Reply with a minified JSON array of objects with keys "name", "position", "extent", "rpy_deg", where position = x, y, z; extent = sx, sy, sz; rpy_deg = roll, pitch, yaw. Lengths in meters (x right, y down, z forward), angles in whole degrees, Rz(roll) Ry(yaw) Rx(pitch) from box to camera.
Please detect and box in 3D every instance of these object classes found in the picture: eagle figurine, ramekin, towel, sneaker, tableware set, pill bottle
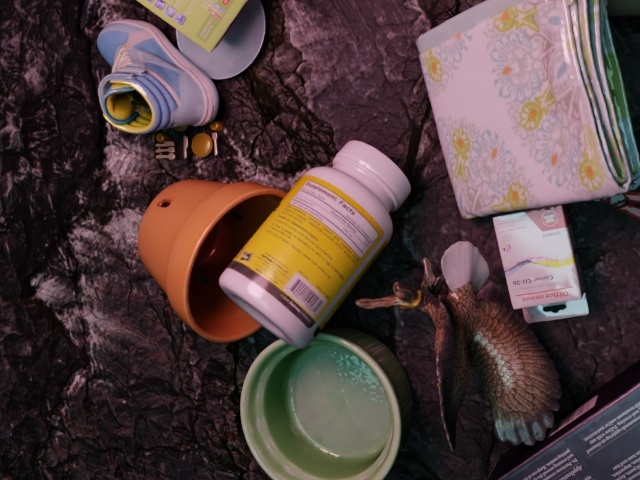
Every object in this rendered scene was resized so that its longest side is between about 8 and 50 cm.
[{"name":"eagle figurine","position":[0.231,0.175,1.258],"extent":[0.226,0.225,0.298],"rpy_deg":[-31,42,-4]},{"name":"ramekin","position":[0.021,0.301,1.428],"extent":[0.303,0.148,0.304],"rpy_deg":[2,96,23]},{"name":"towel","position":[0.296,-0.203,1.191],"extent":[0.374,0.090,0.321],"rpy_deg":[-7,95,63]},{"name":"sneaker","position":[-0.363,-0.314,1.484],"extent":[0.319,0.208,0.127],"rpy_deg":[37,128,24]},{"name":"tableware set","position":[-0.263,-0.214,1.571],"extent":[0.154,0.024,0.104],"rpy_deg":[-1,91,24]},{"name":"pill bottle","position":[0.000,0.000,1.333],"extent":[0.187,0.188,0.334],"rpy_deg":[35,76,16]}]

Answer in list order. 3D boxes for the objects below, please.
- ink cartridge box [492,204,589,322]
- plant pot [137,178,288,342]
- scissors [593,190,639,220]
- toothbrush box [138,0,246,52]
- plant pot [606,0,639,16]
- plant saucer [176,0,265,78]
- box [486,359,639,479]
[{"name":"ink cartridge box","position":[0.365,0.042,1.298],"extent":[0.115,0.067,0.198],"rpy_deg":[-12,95,25]},{"name":"plant pot","position":[-0.195,0.014,1.439],"extent":[0.203,0.290,0.291],"rpy_deg":[25,105,35]},{"name":"scissors","position":[0.481,-0.075,1.271],"extent":[0.297,0.021,0.109],"rpy_deg":[28,107,19]},{"name":"toothbrush box","position":[-0.245,-0.502,1.380],"extent":[0.283,0.122,0.206],"rpy_deg":[33,109,-13]},{"name":"plant pot","position":[0.426,-0.472,1.063],"extent":[0.283,0.191,0.284],"rpy_deg":[-2,85,21]},{"name":"plant saucer","position":[-0.185,-0.405,1.509],"extent":[0.194,0.037,0.195],"rpy_deg":[2,95,23]},{"name":"box","position":[0.488,0.402,1.224],"extent":[0.343,0.179,0.313],"rpy_deg":[-42,78,21]}]
